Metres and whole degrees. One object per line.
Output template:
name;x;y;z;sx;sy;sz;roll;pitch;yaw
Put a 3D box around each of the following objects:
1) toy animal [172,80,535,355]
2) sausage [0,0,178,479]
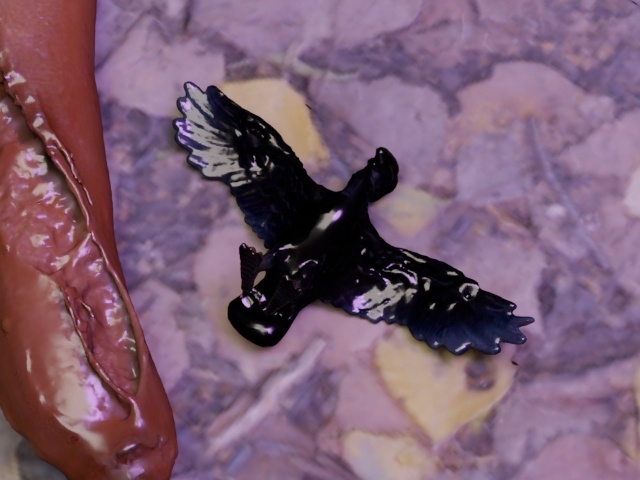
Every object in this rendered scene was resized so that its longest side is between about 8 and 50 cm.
toy animal;0.000;0.000;0.865;0.220;0.062;0.108;34;58;16
sausage;-0.131;-0.023;0.867;0.087;0.079;0.326;-17;68;15
